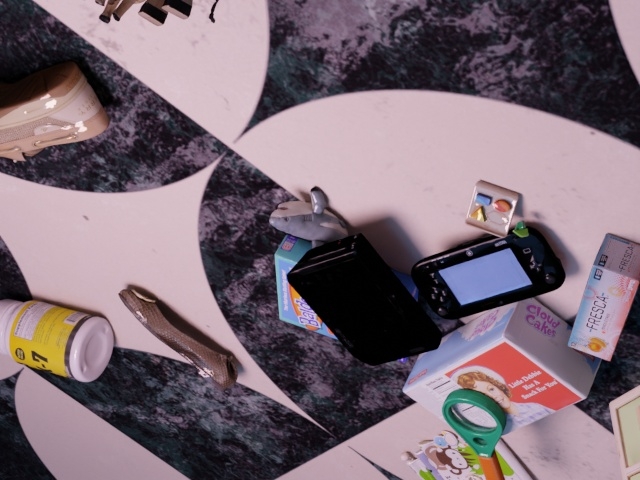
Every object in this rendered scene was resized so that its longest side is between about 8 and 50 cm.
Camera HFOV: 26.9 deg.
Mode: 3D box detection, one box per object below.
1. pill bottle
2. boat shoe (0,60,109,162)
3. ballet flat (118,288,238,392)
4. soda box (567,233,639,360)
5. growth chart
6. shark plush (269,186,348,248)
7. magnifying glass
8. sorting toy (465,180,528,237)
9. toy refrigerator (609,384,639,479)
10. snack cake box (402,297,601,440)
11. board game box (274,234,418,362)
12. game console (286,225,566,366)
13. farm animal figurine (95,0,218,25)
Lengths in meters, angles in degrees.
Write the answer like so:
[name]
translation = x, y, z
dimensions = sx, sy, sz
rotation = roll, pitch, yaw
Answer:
[pill bottle]
translation = -0.487, 0.174, 2.392
dimensions = 0.208, 0.119, 0.119
rotation = 12, 142, 24
[boat shoe]
translation = -0.450, -0.162, 1.942
dimensions = 0.341, 0.121, 0.110
rotation = -8, 130, 40
[ballet flat]
translation = -0.235, 0.159, 2.257
dimensions = 0.250, 0.058, 0.084
rotation = 42, 179, -8
[soda box]
translation = 0.368, 0.075, 1.713
dimensions = 0.063, 0.058, 0.183
rotation = 21, 144, 13
[growth chart]
translation = 0.241, 0.375, 2.214
dimensions = 0.172, 0.021, 0.237
rotation = 44, 142, -18
[shark plush]
translation = 0.000, 0.000, 1.871
dimensions = 0.073, 0.067, 0.161
rotation = -17, 124, 46
[magnifying glass]
translation = 0.238, 0.295, 1.960
dimensions = 0.092, 0.026, 0.231
rotation = 7, 138, 28
[sorting toy]
translation = 0.228, -0.034, 1.690
dimensions = 0.083, 0.012, 0.062
rotation = 20, 114, 14
[toy refrigerator]
translation = 0.462, 0.328, 1.771
dimensions = 0.094, 0.269, 0.102
rotation = 7, 153, -22
[snack cake box]
translation = 0.255, 0.187, 1.907
dimensions = 0.152, 0.089, 0.264
rotation = 38, 145, -11
[board game box]
translation = 0.038, 0.087, 1.971
dimensions = 0.210, 0.047, 0.160
rotation = 18, 143, 17
[game console]
translation = 0.147, 0.057, 1.801
dimensions = 0.361, 0.044, 0.213
rotation = -20, 126, 32
[farm animal figurine]
translation = -0.210, -0.376, 1.464
dimensions = 0.330, 0.172, 0.327
rotation = 13, 163, 45
